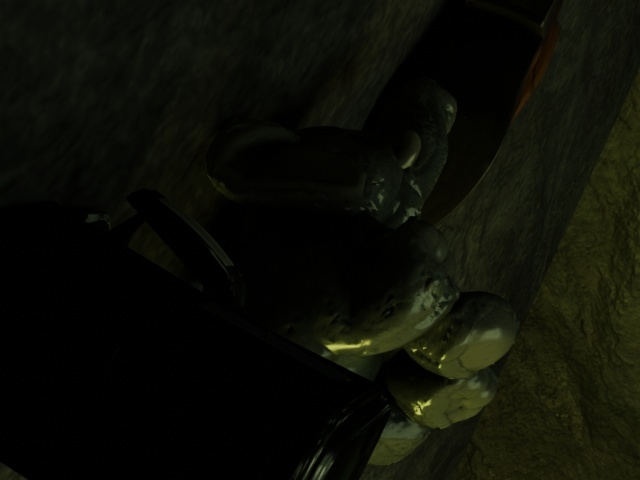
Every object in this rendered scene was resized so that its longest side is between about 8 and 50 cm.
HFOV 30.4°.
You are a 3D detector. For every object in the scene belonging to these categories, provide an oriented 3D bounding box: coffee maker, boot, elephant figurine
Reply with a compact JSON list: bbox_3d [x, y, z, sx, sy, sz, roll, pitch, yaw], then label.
[{"bbox_3d":[-0.079,0.075,0.494,0.171,0.178,0.120,-38,151,-51],"label":"coffee maker"},{"bbox_3d":[0.120,-0.109,0.982,0.280,0.096,0.264,23,88,-80],"label":"boot"},{"bbox_3d":[0.000,0.000,0.681,0.186,0.239,0.169,24,122,-40],"label":"elephant figurine"}]
